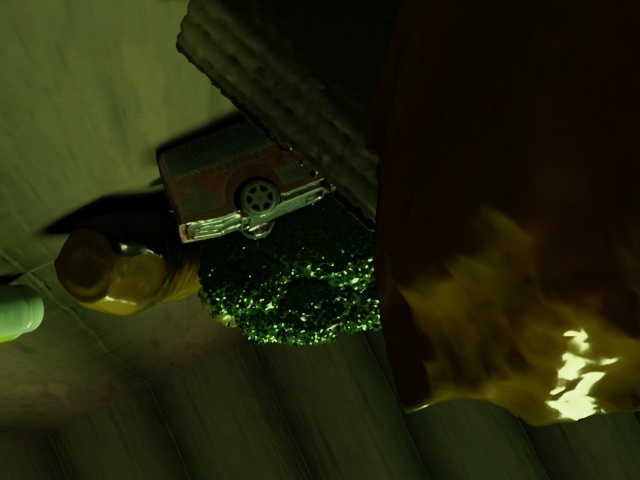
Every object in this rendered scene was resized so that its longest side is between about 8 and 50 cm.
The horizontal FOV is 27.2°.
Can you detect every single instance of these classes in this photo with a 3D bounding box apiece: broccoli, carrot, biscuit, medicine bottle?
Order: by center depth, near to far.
[{"bbox_3d":[0.137,-0.101,0.426,0.341,0.241,0.241,-28,174,-1],"label":"carrot"},{"bbox_3d":[0.066,-0.087,0.661,0.252,0.150,0.052,-17,144,-47],"label":"biscuit"},{"bbox_3d":[0.000,0.000,1.012,0.195,0.195,0.156,-28,152,24],"label":"broccoli"},{"bbox_3d":[-0.138,0.016,1.020,0.082,0.082,0.173,-28,170,20],"label":"carrot"},{"bbox_3d":[-0.260,0.059,1.048,0.047,0.047,0.083,-28,172,23],"label":"medicine bottle"}]

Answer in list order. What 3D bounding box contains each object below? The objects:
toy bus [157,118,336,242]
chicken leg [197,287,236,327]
[{"bbox_3d":[-0.015,-0.058,0.909,0.192,0.077,0.065,-22,171,-9],"label":"toy bus"},{"bbox_3d":[-0.076,0.043,1.457,0.103,0.088,0.228,-9,171,-21],"label":"chicken leg"}]
